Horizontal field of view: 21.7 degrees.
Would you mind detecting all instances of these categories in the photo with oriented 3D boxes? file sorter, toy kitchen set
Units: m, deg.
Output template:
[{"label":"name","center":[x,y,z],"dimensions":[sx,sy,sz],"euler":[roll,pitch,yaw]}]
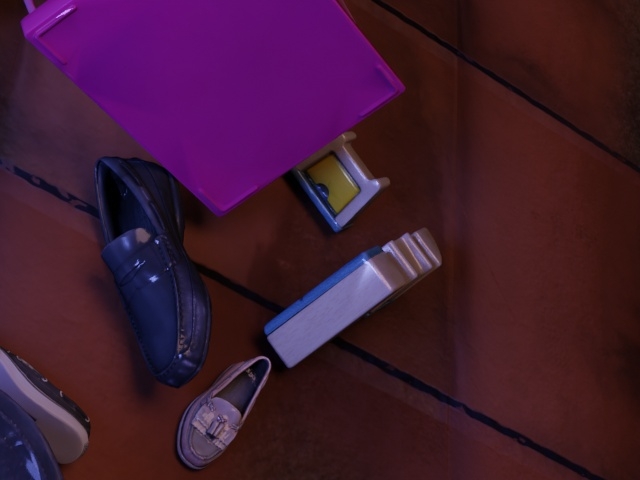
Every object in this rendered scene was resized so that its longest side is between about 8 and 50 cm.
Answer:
[{"label":"file sorter","center":[-0.105,-0.203,1.412],"dimensions":[0.291,0.202,0.182],"euler":[45,14,-48]},{"label":"toy kitchen set","center":[0.000,0.000,1.532],"dimensions":[0.166,0.122,0.207],"euler":[54,18,5]}]

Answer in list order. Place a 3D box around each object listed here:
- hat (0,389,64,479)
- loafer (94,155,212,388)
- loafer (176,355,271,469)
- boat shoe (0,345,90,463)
[{"label":"hat","center":[-0.286,0.227,1.009],"dimensions":[0.331,0.331,0.134],"euler":[60,-5,12]},{"label":"loafer","center":[-0.145,0.023,1.375],"dimensions":[0.078,0.076,0.223],"euler":[20,40,-39]},{"label":"loafer","center":[-0.078,0.136,1.375],"dimensions":[0.045,0.039,0.125],"euler":[44,38,-8]},{"label":"boat shoe","center":[-0.230,0.111,1.249],"dimensions":[0.142,0.049,0.040],"euler":[44,20,-11]}]
